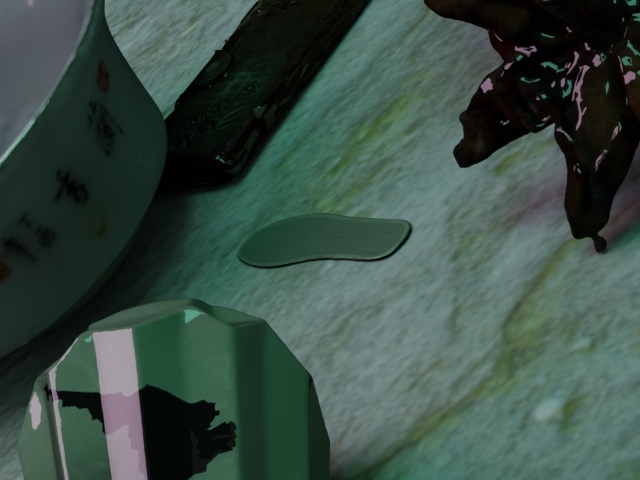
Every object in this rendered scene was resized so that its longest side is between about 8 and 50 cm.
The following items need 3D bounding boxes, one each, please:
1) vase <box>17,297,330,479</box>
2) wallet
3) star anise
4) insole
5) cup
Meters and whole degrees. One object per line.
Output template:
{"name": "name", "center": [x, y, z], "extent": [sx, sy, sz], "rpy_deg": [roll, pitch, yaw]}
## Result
{"name": "vase", "center": [-0.061, 0.182, 0.815], "extent": [0.165, 0.165, 0.360], "rpy_deg": [-29, 34, 12]}
{"name": "wallet", "center": [-0.058, -0.127, 1.372], "extent": [0.122, 0.031, 0.232], "rpy_deg": [-2, 44, 42]}
{"name": "star anise", "center": [0.164, -0.128, 0.960], "extent": [0.272, 0.102, 0.272], "rpy_deg": [-5, 81, 32]}
{"name": "insole", "center": [0.000, 0.000, 1.155], "extent": [0.153, 0.002, 0.053], "rpy_deg": [2, 46, 47]}
{"name": "cup", "center": [-0.244, -0.034, 1.279], "extent": [0.347, 0.163, 0.347], "rpy_deg": [-29, 34, 22]}
